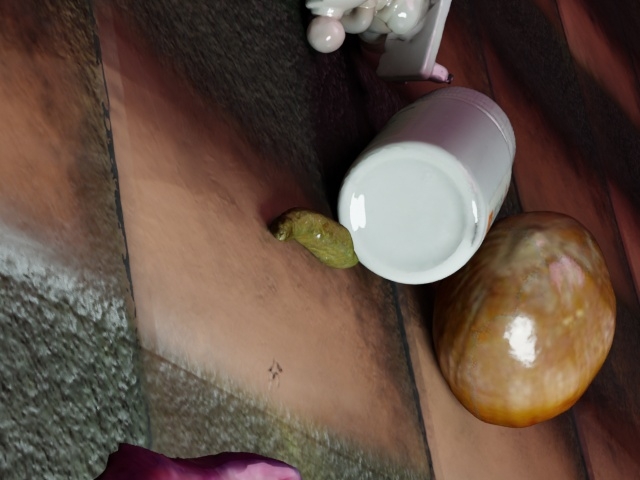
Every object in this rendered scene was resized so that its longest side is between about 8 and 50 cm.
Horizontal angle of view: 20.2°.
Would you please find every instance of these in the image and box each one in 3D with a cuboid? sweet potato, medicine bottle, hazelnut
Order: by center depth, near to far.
[{"bbox_3d":[-0.004,-0.005,1.527,0.041,0.038,0.153,53,14,27],"label":"sweet potato"},{"bbox_3d":[0.109,-0.061,1.714,0.144,0.144,0.252,64,23,-12],"label":"medicine bottle"},{"bbox_3d":[0.198,0.069,1.734,0.214,0.176,0.214,10,90,-83],"label":"hazelnut"}]

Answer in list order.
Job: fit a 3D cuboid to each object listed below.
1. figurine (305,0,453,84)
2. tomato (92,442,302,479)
[{"bbox_3d":[0.038,-0.264,1.768,0.144,0.182,0.256,29,-3,43],"label":"figurine"},{"bbox_3d":[-0.091,0.274,0.855,0.289,0.176,0.335,-11,78,-49],"label":"tomato"}]
